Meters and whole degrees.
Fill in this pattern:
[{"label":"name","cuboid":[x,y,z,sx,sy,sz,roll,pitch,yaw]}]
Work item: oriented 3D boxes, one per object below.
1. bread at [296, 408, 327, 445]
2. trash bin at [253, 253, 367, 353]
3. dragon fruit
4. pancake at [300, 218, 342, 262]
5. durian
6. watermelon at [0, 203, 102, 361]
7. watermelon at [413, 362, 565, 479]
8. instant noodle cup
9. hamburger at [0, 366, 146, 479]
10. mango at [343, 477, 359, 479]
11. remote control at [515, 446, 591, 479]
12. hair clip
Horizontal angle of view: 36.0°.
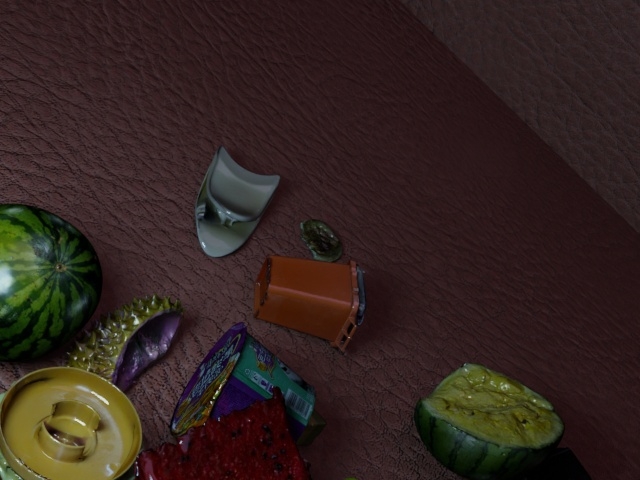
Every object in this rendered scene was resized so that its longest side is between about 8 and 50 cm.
[{"label":"bread","cuboid":[-0.051,0.339,2.010,0.074,0.084,0.139,6,46,-31]},{"label":"trash bin","cuboid":[-0.025,0.135,2.197,0.238,0.161,0.184,12,43,-16]},{"label":"dragon fruit","cuboid":[-0.156,0.428,1.646,0.343,0.100,0.282,-15,78,-45]},{"label":"pancake","cuboid":[0.004,0.001,2.456,0.116,0.022,0.129,-11,61,-42]},{"label":"durian","cuboid":[-0.366,0.182,1.895,0.154,0.186,0.260,44,25,1]},{"label":"watermelon","cuboid":[-0.544,0.074,1.762,0.285,0.285,0.285,20,40,-18]},{"label":"watermelon","cuboid":[0.353,0.418,2.129,0.330,0.189,0.331,11,27,-6]},{"label":"instant noodle cup","cuboid":[-0.138,0.309,1.865,0.190,0.251,0.251,35,37,-14]},{"label":"hamburger","cuboid":[-0.430,0.361,1.601,0.274,0.212,0.274,20,34,-14]},{"label":"mango","cuboid":[0.067,0.541,1.898,0.091,0.074,0.165,12,56,-35]},{"label":"remote control","cuboid":[0.460,0.551,2.183,0.399,0.062,0.144,-9,55,-42]},{"label":"hair clip","cuboid":[-0.209,-0.080,2.326,0.172,0.113,0.282,27,33,-11]}]
